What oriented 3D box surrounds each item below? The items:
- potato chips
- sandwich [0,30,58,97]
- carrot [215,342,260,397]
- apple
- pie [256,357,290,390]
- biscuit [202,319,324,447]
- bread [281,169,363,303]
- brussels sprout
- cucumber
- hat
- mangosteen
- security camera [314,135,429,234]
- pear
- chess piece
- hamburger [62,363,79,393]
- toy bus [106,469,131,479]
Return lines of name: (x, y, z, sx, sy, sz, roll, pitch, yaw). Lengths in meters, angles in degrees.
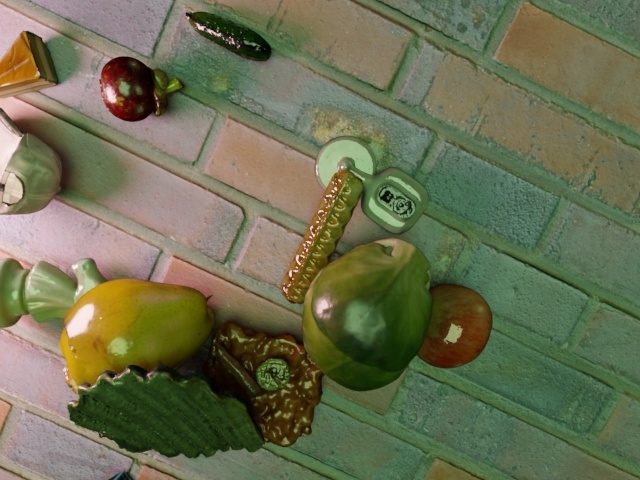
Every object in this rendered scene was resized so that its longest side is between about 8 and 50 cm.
potato chips: (-0.329, 0.405, 1.016, 0.358, 0.070, 0.429, -16, 132, 11)
sandwich: (-0.745, -0.422, 1.097, 0.163, 0.079, 0.114, -13, 94, 4)
carrot: (-0.202, 0.312, 1.094, 0.035, 0.035, 0.165, -38, 91, 4)
apple: (0.316, 0.206, 1.105, 0.164, 0.209, 0.210, 17, 97, -12)
pie: (-0.115, 0.325, 1.099, 0.084, 0.020, 0.085, 0, 94, -1)
biscuit: (-0.152, 0.379, 1.169, 0.311, 0.110, 0.319, 13, 96, -2)
bread: (0.000, -0.001, 1.116, 0.084, 0.077, 0.368, 24, 106, -8)
brussels sprout: (0.110, 0.163, 1.049, 0.289, 0.281, 0.355, 37, 85, 3)
cucumber: (-0.223, -0.497, 1.092, 0.227, 0.069, 0.069, 25, 96, 2)
hat: (-0.744, -0.183, 1.096, 0.275, 0.161, 0.232, 38, 98, 20)
mangosteen: (-0.432, -0.355, 1.086, 0.145, 0.181, 0.156, -26, 76, 45)
security camera: (0.122, -0.142, 1.126, 0.301, 0.080, 0.157, 35, 96, -1)
pear: (-0.429, 0.215, 1.080, 0.284, 0.336, 0.285, 13, 113, 34)
chess piece: (-0.665, 0.129, 1.136, 0.297, 0.176, 0.176, 2, 97, -13)
hamburger: (-0.529, 0.389, 1.165, 0.130, 0.124, 0.262, -35, 96, 4)
toy bus: (-0.521, 0.765, 1.197, 0.128, 0.147, 0.256, -33, 90, 5)
